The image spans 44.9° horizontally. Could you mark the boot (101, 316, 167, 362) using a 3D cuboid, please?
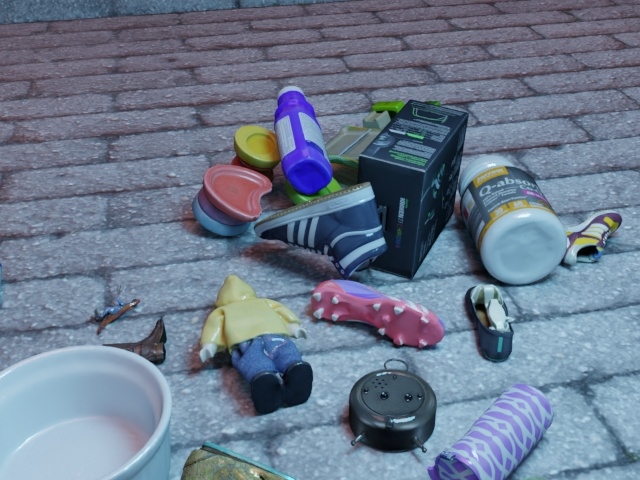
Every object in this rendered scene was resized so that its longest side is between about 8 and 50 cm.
[{"bbox_3d":[-0.318,0.172,1.300,0.114,0.037,0.106,-8,30,-3],"label":"boot"}]

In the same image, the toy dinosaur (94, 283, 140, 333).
[{"bbox_3d":[-0.362,0.128,1.386,0.082,0.047,0.090,-4,64,-21],"label":"toy dinosaur"}]

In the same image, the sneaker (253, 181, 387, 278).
[{"bbox_3d":[0.000,0.000,1.440,0.282,0.153,0.099,-16,9,40],"label":"sneaker"}]

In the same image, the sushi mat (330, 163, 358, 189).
[{"bbox_3d":[0.103,-0.141,1.809,0.316,0.019,0.151,25,41,35],"label":"sushi mat"}]

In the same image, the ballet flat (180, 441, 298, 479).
[{"bbox_3d":[-0.020,0.348,0.950,0.348,0.123,0.123,11,34,17],"label":"ballet flat"}]

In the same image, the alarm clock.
[{"bbox_3d":[0.109,0.236,1.163,0.129,0.064,0.192,3,29,7],"label":"alarm clock"}]

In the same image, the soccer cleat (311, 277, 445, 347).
[{"bbox_3d":[0.102,0.115,1.341,0.248,0.083,0.095,11,29,23],"label":"soccer cleat"}]

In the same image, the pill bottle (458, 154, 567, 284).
[{"bbox_3d":[0.364,-0.051,1.522,0.162,0.162,0.278,-3,32,-3],"label":"pill bottle"}]

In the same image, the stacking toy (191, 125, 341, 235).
[{"bbox_3d":[-0.119,-0.084,1.689,0.279,0.130,0.309,31,39,1],"label":"stacking toy"}]

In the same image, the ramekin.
[{"bbox_3d":[-0.331,0.278,1.031,0.277,0.135,0.277,0,32,0],"label":"ramekin"}]

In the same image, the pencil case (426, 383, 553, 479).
[{"bbox_3d":[0.239,0.279,1.072,0.206,0.086,0.088,-28,13,-38],"label":"pencil case"}]

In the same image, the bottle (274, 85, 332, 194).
[{"bbox_3d":[-0.047,-0.231,1.700,0.092,0.118,0.283,-29,46,16],"label":"bottle"}]

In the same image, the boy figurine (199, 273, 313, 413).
[{"bbox_3d":[-0.119,0.155,1.267,0.177,0.092,0.285,-15,34,-21],"label":"boy figurine"}]

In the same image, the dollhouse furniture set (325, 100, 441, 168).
[{"bbox_3d":[0.145,-0.199,1.817,0.197,0.151,0.301,7,35,39],"label":"dollhouse furniture set"}]

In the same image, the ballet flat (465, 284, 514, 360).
[{"bbox_3d":[0.294,0.120,1.334,0.074,0.074,0.203,0,31,1],"label":"ballet flat"}]

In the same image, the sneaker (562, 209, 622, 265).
[{"bbox_3d":[0.540,0.002,1.532,0.185,0.069,0.084,-22,46,-20],"label":"sneaker"}]

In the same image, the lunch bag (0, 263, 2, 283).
[{"bbox_3d":[-0.669,0.079,1.408,0.151,0.096,0.129,-21,37,-4],"label":"lunch bag"}]

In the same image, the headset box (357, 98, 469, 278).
[{"bbox_3d":[0.173,-0.100,1.513,0.131,0.246,0.283,17,39,19],"label":"headset box"}]
